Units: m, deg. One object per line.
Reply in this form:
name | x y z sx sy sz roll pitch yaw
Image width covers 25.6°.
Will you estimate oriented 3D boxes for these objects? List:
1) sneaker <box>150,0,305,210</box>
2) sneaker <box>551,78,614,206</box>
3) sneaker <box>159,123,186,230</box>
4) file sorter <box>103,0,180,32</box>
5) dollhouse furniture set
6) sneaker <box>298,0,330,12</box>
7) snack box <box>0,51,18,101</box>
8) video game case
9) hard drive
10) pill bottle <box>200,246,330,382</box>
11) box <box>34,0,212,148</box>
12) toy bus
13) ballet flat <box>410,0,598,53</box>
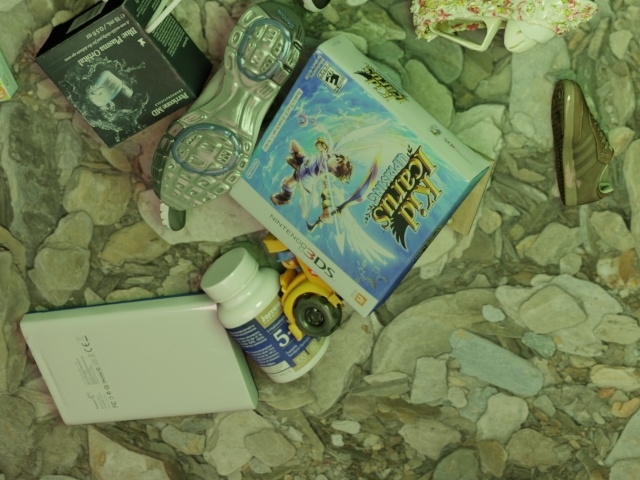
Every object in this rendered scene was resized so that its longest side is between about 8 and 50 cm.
sneaker | -0.108 -0.165 1.774 0.111 0.129 0.297 35 102 -4
sneaker | 0.339 -0.130 1.807 0.071 0.066 0.188 -11 129 -2
sneaker | -0.181 -0.080 1.937 0.076 0.065 0.166 8 127 1
file sorter | -0.230 -0.400 1.596 0.278 0.173 0.193 38 129 -17
dollhouse furniture set | 0.115 -0.059 1.828 0.144 0.151 0.123 30 129 19
sneaker | 0.031 -0.354 1.658 0.097 0.084 0.234 16 141 4
snack box | -0.483 -0.247 1.891 0.100 0.037 0.141 -10 122 19
video game case | 0.040 -0.074 1.730 0.244 0.061 0.269 42 131 9
hard drive | -0.274 0.183 2.150 0.319 0.040 0.210 -7 123 16
pill bottle | -0.082 0.104 2.013 0.112 0.112 0.186 -28 115 27
box | -0.253 -0.230 1.825 0.156 0.093 0.158 -26 117 26
toy bus | 0.000 0.000 1.916 0.211 0.149 0.220 46 124 -5
ballet flat | 0.215 -0.261 1.680 0.241 0.091 0.077 10 88 35
